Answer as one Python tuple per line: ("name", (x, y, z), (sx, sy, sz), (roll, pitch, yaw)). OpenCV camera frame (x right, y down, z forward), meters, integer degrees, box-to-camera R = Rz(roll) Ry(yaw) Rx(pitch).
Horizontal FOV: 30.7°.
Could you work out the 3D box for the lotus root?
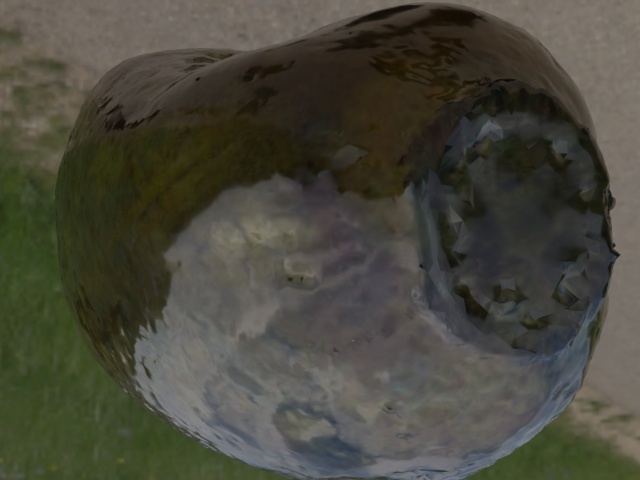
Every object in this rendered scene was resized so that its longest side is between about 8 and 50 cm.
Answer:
("lotus root", (0.000, 0.000, 0.587), (0.250, 0.251, 0.346), (7, 176, -26))
